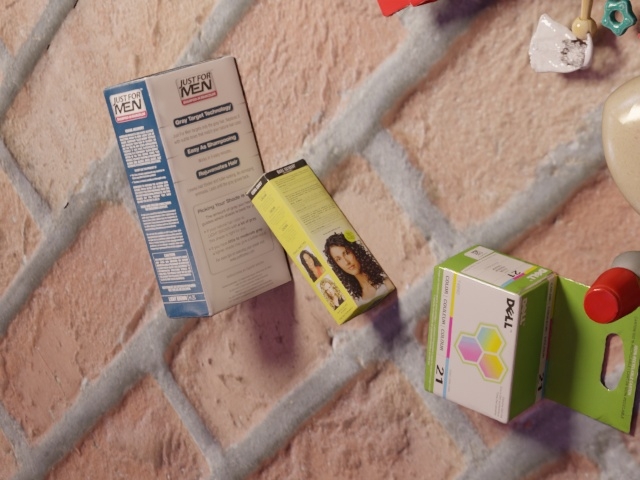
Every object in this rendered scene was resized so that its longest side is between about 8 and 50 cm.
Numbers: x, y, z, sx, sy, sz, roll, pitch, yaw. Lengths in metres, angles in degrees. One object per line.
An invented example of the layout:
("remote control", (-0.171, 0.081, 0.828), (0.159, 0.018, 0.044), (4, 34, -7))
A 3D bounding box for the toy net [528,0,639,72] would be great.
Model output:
("toy net", (0.336, -0.248, 1.589), (0.232, 0.045, 0.122), (-37, 82, 45))

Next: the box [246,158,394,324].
("box", (0.000, 0.000, 1.958), (0.232, 0.087, 0.058), (53, 135, 11))

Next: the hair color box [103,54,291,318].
("hair color box", (-0.175, -0.078, 2.021), (0.105, 0.174, 0.347), (-5, 103, 44))

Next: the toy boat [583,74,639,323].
("toy boat", (0.403, -0.040, 1.558), (0.267, 0.148, 0.318), (40, 122, 17))

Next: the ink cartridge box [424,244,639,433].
("ink cartridge box", (0.267, 0.136, 1.764), (0.255, 0.097, 0.188), (21, 119, 36))

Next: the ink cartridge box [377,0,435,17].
("ink cartridge box", (0.154, -0.371, 1.676), (0.231, 0.078, 0.134), (-20, 92, 44))
